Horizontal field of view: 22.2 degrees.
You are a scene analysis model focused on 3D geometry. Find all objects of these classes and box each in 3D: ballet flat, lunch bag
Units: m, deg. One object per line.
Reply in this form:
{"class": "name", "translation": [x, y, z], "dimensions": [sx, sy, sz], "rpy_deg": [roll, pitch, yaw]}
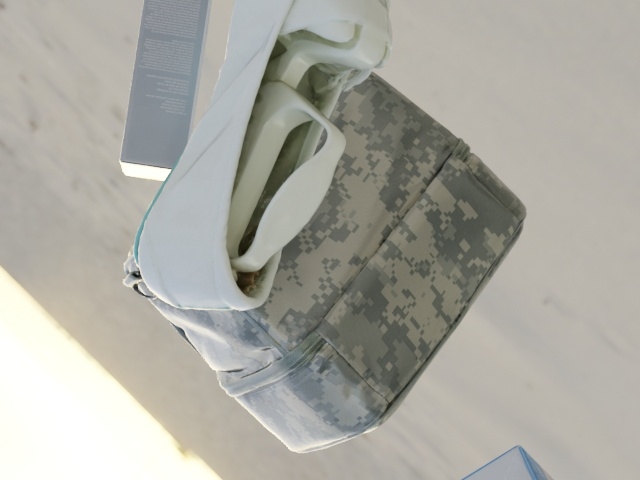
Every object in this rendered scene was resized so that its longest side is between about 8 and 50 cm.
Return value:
{"class": "ballet flat", "translation": [-0.016, -0.123, 1.291], "dimensions": [0.139, 0.400, 0.139], "rpy_deg": [23, 178, 1]}
{"class": "lunch bag", "translation": [0.000, 0.000, 1.474], "dimensions": [0.256, 0.305, 0.212], "rpy_deg": [44, 156, -10]}

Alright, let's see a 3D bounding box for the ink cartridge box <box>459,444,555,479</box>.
{"class": "ink cartridge box", "translation": [0.143, 0.227, 1.150], "dimensions": [0.181, 0.104, 0.062], "rpy_deg": [45, -164, -47]}

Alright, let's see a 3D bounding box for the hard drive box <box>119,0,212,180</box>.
{"class": "hard drive box", "translation": [-0.202, -0.200, 2.137], "dimensions": [0.089, 0.232, 0.181], "rpy_deg": [9, 177, -5]}
